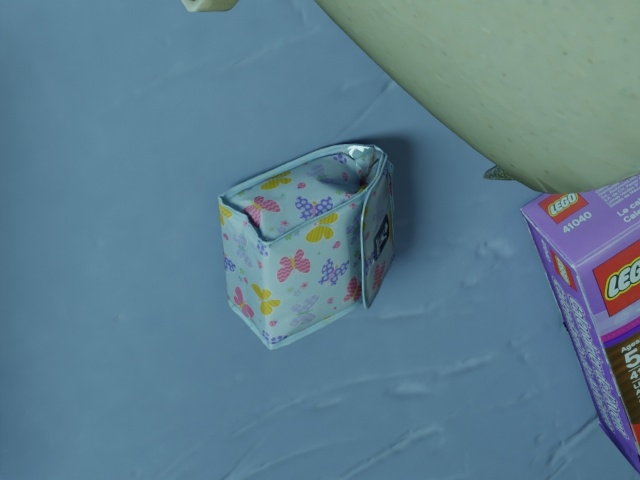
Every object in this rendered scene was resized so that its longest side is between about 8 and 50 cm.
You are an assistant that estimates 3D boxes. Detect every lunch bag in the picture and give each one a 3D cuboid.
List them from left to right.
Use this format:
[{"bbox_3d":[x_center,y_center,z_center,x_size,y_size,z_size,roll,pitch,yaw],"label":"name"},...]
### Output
[{"bbox_3d":[0.000,0.000,0.916,0.083,0.053,0.071,-26,137,-26],"label":"lunch bag"}]

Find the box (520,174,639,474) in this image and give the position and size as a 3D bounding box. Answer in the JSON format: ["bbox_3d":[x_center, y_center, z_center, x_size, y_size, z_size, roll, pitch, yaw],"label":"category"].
[{"bbox_3d":[0.262,-0.016,1.067,0.293,0.057,0.201,-33,135,-6],"label":"box"}]

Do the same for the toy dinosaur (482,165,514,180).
[{"bbox_3d":[0.210,-0.098,0.931,0.313,0.160,0.121,-19,172,-3],"label":"toy dinosaur"}]

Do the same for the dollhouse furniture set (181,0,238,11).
[{"bbox_3d":[-0.057,-0.146,0.716,0.081,0.114,0.091,30,108,-40],"label":"dollhouse furniture set"}]

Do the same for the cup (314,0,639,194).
[{"bbox_3d":[0.056,-0.214,0.622,0.237,0.331,0.331,29,108,-17],"label":"cup"}]
